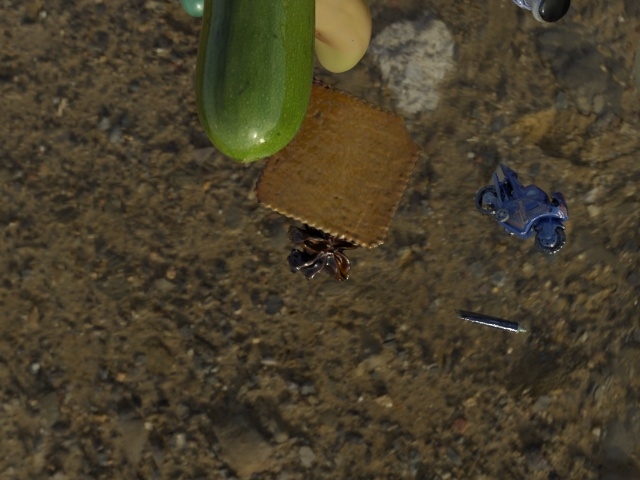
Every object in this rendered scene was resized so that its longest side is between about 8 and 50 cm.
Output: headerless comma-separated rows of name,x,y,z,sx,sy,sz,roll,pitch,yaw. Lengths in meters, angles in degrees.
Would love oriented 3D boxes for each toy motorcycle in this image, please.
toy motorcycle,0.382,-0.060,1.541,0.205,0.076,0.114,39,90,36

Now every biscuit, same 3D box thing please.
biscuit,0.033,-0.127,1.381,0.236,0.013,0.232,23,91,2

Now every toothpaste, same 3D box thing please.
toothpaste,0.312,0.148,1.524,0.139,0.037,0.021,14,108,-7

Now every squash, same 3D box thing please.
squash,-0.035,-0.143,0.465,0.066,0.066,0.201,0,86,25

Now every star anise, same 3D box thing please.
star anise,0.000,0.000,1.849,0.125,0.190,0.220,12,142,32

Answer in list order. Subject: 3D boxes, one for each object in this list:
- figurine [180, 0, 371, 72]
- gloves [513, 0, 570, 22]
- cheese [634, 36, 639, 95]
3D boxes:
figurine,-0.043,-0.274,1.027,0.222,0.324,0.124,-46,67,8
gloves,0.368,-0.475,1.483,0.097,0.119,0.229,-25,49,19
cheese,0.711,-0.331,1.534,0.265,0.127,0.233,13,98,-17
